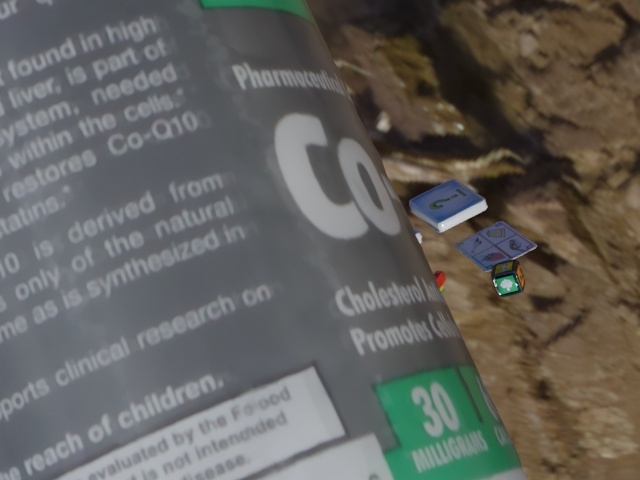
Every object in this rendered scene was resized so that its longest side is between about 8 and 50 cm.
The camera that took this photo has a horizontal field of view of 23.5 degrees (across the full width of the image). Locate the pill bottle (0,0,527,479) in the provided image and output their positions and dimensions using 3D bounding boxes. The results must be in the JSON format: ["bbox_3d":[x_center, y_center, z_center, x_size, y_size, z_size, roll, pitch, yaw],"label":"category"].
[{"bbox_3d":[-0.083,-0.017,0.585,0.204,0.204,0.361,-27,78,14],"label":"pill bottle"}]

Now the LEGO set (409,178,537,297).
[{"bbox_3d":[0.075,0.008,1.292,0.182,0.244,0.060,-27,113,-8],"label":"LEGO set"}]
